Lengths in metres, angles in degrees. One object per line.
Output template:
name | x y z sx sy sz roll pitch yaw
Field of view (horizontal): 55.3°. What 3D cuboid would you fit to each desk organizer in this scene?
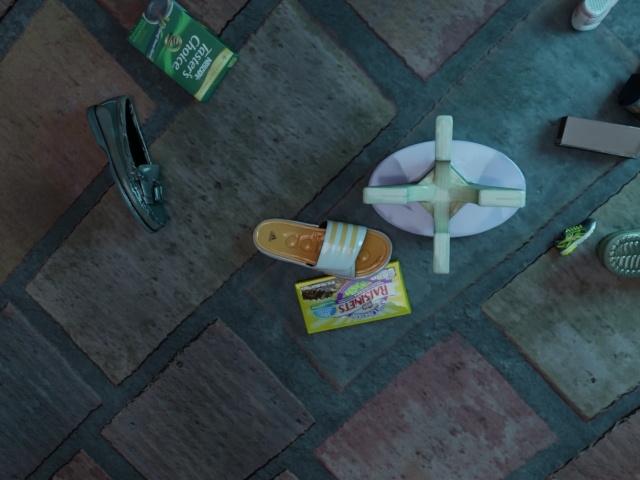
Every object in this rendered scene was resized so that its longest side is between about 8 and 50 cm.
desk organizer | 0.471 -0.174 1.034 0.130 0.047 0.050 12 100 7

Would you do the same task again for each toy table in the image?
toy table | 0.211 -0.083 1.039 0.274 0.161 0.253 -10 99 13

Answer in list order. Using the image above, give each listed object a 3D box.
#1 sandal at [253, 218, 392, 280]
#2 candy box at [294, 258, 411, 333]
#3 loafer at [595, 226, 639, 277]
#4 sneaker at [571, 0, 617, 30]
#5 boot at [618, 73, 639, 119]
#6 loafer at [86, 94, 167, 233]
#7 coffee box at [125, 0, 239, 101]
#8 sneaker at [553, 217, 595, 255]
sandal | -0.003 0.010 1.123 0.265 0.076 0.102 8 81 8
candy box | 0.062 0.108 1.169 0.205 0.027 0.105 -14 100 12
loafer | 0.589 0.012 1.029 0.268 0.092 0.102 3 103 -7
sneaker | 0.458 -0.395 0.997 0.051 0.070 0.134 43 75 9
boot | 0.590 -0.281 0.992 0.106 0.082 0.219 32 101 -20
loafer | -0.351 -0.147 1.162 0.084 0.096 0.268 -25 93 8
coffee box | -0.254 -0.356 1.128 0.184 0.040 0.113 41 104 0
sneaker | 0.447 -0.011 1.076 0.035 0.031 0.083 41 105 1
